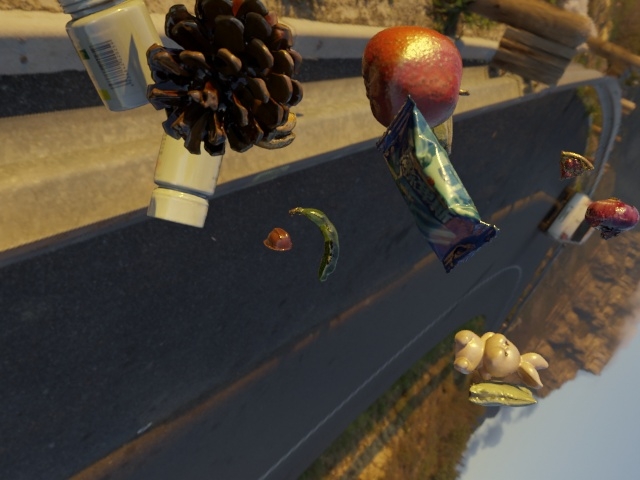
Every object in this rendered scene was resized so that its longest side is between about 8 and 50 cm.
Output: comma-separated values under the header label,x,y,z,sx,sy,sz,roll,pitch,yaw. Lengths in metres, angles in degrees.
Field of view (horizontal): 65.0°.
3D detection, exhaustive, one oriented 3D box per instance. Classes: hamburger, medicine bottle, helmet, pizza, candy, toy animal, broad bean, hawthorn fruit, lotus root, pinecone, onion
label,x,y,z,sx,sy,sz,roll,pitch,yaw
hamburger,-0.236,-0.444,1.939,0.259,0.283,0.144,-44,155,-58
medicine bottle,-0.530,-0.528,1.293,0.208,0.208,0.339,-40,127,-30
helmet,-0.144,-0.011,1.697,0.089,0.111,0.057,-18,120,-36
pizza,0.797,-0.229,1.564,0.029,0.099,0.100,-51,139,-47
candy,0.213,-0.111,0.982,0.077,0.331,0.187,-14,159,-23
toy animal,0.434,0.276,1.208,0.124,0.213,0.124,3,90,-68
broad bean,0.000,0.000,1.809,0.144,0.292,0.049,-20,168,-22
hawthorn fruit,0.251,-0.419,1.336,0.275,0.300,0.275,-171,-90,-89
lotus root,0.359,-0.330,1.532,0.143,0.070,0.144,9,78,-65
pinecone,-0.239,-0.353,1.119,0.384,0.384,0.384,-43,155,-25
onion,0.699,-0.051,1.208,0.115,0.115,0.104,26,78,-68
medicine bottle,-0.455,-0.240,1.722,0.211,0.211,0.371,16,87,-67

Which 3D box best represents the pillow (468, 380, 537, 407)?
label,x,y,z,sx,sy,sz,roll,pitch,yaw
pillow,0.439,0.369,1.216,0.230,0.148,0.050,23,76,-68
